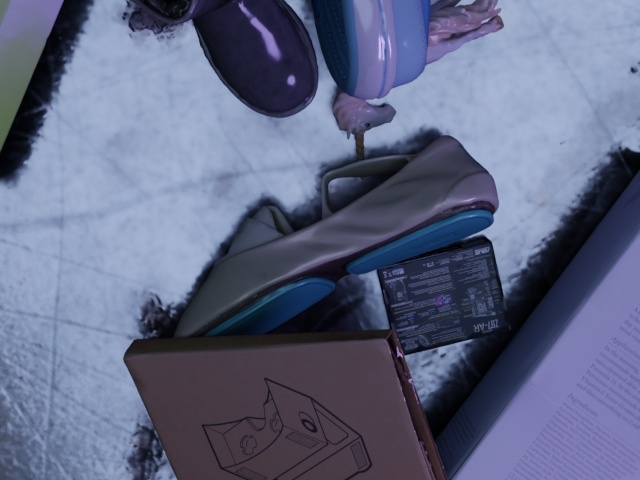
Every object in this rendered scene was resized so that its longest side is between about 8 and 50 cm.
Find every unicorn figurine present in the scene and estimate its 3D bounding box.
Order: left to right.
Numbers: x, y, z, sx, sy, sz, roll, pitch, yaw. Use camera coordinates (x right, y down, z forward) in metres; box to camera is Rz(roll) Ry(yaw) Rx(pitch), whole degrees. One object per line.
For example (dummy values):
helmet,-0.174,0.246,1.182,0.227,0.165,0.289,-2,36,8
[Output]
unicorn figurine,0.060,-0.122,0.946,0.111,0.162,0.060,-34,75,-14

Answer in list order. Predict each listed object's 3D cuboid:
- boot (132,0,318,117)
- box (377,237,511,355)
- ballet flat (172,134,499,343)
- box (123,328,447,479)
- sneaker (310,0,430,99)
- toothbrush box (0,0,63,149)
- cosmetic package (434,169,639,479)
boot,-0.066,-0.150,0.876,0.076,0.208,0.189,-34,99,4
box,0.087,0.040,1.009,0.083,0.018,0.067,-14,100,0
ballet flat,0.000,0.000,0.973,0.248,0.086,0.086,-25,99,7
box,-0.020,0.133,0.948,0.201,0.021,0.164,-4,120,30
sneaker,0.095,-0.233,0.866,0.208,0.127,0.318,1,70,-7
toothbrush box,-0.268,-0.179,0.858,0.206,0.122,0.283,18,99,-46
cosmetic package,0.302,0.165,1.000,0.377,0.097,0.284,36,97,-8
